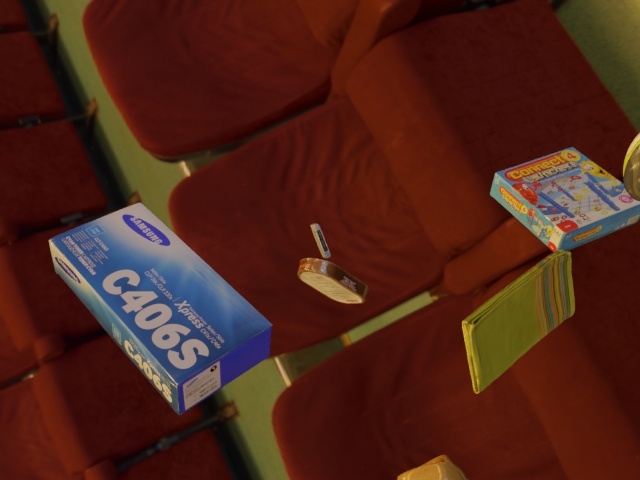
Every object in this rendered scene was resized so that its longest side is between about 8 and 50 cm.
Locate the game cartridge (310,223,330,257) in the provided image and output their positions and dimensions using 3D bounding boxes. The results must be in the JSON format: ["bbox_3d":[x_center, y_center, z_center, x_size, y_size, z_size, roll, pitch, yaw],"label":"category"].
[{"bbox_3d":[0.000,0.000,1.420,0.056,0.017,0.083,-173,62,-77],"label":"game cartridge"}]

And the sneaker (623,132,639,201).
[{"bbox_3d":[0.550,-0.128,0.902,0.111,0.121,0.300,18,154,0],"label":"sneaker"}]

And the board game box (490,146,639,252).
[{"bbox_3d":[0.721,-0.126,1.807,0.302,0.308,0.086,54,155,41],"label":"board game box"}]

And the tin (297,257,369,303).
[{"bbox_3d":[0.028,0.095,1.389,0.106,0.190,0.040,-4,60,48],"label":"tin"}]

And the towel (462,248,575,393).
[{"bbox_3d":[0.267,0.100,0.800,0.021,0.237,0.102,4,114,50],"label":"towel"}]

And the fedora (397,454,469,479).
[{"bbox_3d":[0.188,0.413,1.031,0.194,0.194,0.079,-47,60,55],"label":"fedora"}]

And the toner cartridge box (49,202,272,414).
[{"bbox_3d":[-0.247,0.085,0.929,0.348,0.165,0.075,37,137,29],"label":"toner cartridge box"}]
